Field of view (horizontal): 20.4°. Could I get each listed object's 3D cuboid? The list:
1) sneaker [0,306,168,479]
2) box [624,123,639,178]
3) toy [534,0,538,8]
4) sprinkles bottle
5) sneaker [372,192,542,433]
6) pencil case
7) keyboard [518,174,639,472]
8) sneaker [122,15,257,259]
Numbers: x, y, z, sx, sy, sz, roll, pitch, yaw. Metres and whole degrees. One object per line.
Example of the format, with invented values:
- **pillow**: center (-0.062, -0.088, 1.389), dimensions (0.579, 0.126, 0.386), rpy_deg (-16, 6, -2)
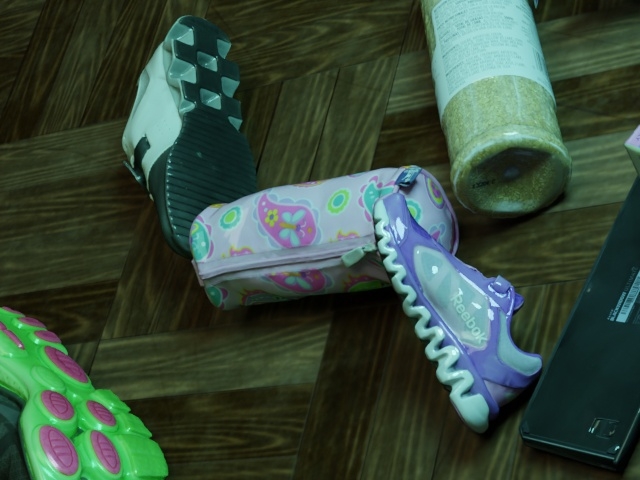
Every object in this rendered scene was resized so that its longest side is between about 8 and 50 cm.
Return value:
- **sneaker**: center (-0.314, 0.234, 1.890), dimensions (0.202, 0.185, 0.483), rpy_deg (-62, 36, 10)
- **box**: center (0.423, -0.088, 1.494), dimensions (0.243, 0.117, 0.213), rpy_deg (26, 69, 43)
- **toy**: center (0.243, -0.362, 1.824), dimensions (0.056, 0.237, 0.137), rpy_deg (10, 60, 16)
- **sprinkles bottle**: center (0.169, -0.188, 1.821), dimensions (0.121, 0.121, 0.355), rpy_deg (-27, 44, 21)
- **sneaker**: center (0.128, 0.055, 1.641), dimensions (0.104, 0.095, 0.236), rpy_deg (-28, 79, 3)
- **pencil case**: center (0.000, 0.000, 1.816), dimensions (0.284, 0.124, 0.124), rpy_deg (-8, 54, 37)
- **keyboard**: center (0.313, 0.060, 1.570), dimensions (0.201, 0.033, 0.317), rpy_deg (9, 66, 47)
- **sneaker**: center (-0.162, -0.092, 2.052), dimensions (0.146, 0.122, 0.331), rpy_deg (-40, 38, 37)
